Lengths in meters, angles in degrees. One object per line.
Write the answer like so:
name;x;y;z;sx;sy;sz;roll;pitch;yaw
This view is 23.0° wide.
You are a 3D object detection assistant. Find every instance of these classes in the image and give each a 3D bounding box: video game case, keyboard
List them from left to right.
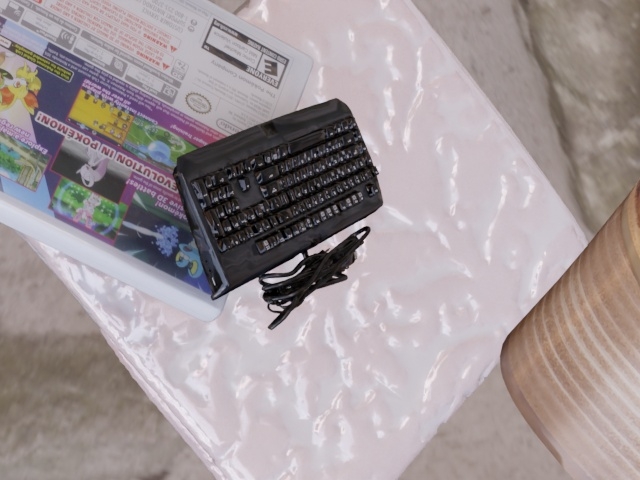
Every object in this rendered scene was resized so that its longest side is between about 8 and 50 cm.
video game case;-0.118;-0.075;0.875;0.201;0.183;0.023;28;149;-15
keyboard;-0.004;-0.019;0.842;0.038;0.192;0.100;-14;98;31

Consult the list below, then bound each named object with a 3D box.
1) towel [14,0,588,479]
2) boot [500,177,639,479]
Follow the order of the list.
towel;0.000;0.000;1.076;0.332;0.053;0.317;-45;105;-23
boot;0.149;0.042;0.315;0.197;0.073;0.152;42;124;-4
